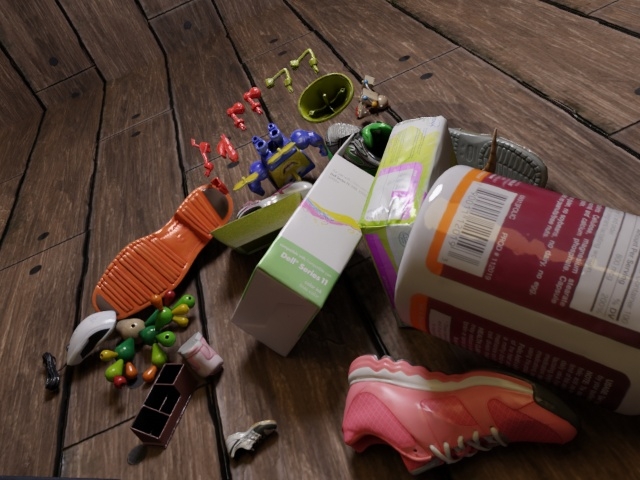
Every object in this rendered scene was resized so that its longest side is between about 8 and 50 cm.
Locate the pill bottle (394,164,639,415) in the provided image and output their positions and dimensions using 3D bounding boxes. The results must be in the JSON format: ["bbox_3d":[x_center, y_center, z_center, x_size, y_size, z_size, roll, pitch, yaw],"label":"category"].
[{"bbox_3d":[0.309,0.067,0.733,0.392,0.224,0.224,21,53,23],"label":"pill bottle"}]

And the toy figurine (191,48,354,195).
[{"bbox_3d":[-0.079,-0.219,1.386,0.362,0.217,0.191,-40,63,-1],"label":"toy figurine"}]

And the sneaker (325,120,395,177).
[{"bbox_3d":[0.118,-0.203,1.318,0.134,0.146,0.343,-36,36,-16],"label":"sneaker"}]

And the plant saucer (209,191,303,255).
[{"bbox_3d":[-0.110,-0.022,1.237,0.188,0.045,0.188,-25,-9,0],"label":"plant saucer"}]

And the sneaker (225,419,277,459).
[{"bbox_3d":[-0.099,0.297,0.910,0.083,0.032,0.037,-28,49,4],"label":"sneaker"}]

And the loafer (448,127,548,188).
[{"bbox_3d":[0.335,-0.165,1.183,0.087,0.095,0.251,-17,38,-38],"label":"loafer"}]

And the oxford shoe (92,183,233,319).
[{"bbox_3d":[-0.332,0.035,1.320,0.363,0.130,0.132,-44,4,-23],"label":"oxford shoe"}]

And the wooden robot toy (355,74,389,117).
[{"bbox_3d":[0.138,-0.358,1.594,0.078,0.076,0.173,15,40,-6],"label":"wooden robot toy"}]

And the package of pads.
[{"bbox_3d":[0.163,-0.041,1.012,0.101,0.229,0.297,-4,40,25],"label":"package of pads"}]

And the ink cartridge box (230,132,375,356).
[{"bbox_3d":[0.000,0.000,1.061,0.119,0.207,0.354,32,53,1],"label":"ink cartridge box"}]

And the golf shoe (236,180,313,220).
[{"bbox_3d":[-0.094,-0.068,1.326,0.186,0.068,0.086,-24,20,11],"label":"golf shoe"}]

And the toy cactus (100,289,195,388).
[{"bbox_3d":[-0.339,0.174,1.155,0.180,0.112,0.219,2,51,46],"label":"toy cactus"}]

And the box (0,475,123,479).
[{"bbox_3d":[-0.365,0.457,0.722,0.296,0.183,0.294,-8,37,24],"label":"box"}]

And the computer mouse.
[{"bbox_3d":[-0.473,0.200,1.188,0.193,0.042,0.106,-44,35,6],"label":"computer mouse"}]

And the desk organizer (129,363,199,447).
[{"bbox_3d":[-0.256,0.269,1.013,0.047,0.050,0.130,-5,40,25],"label":"desk organizer"}]

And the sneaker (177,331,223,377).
[{"bbox_3d":[-0.209,0.205,1.079,0.051,0.070,0.134,-43,9,-11],"label":"sneaker"}]

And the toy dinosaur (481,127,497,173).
[{"bbox_3d":[0.286,-0.104,1.108,0.064,0.112,0.211,-51,5,-22],"label":"toy dinosaur"}]

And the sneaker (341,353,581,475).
[{"bbox_3d":[0.165,0.240,0.784,0.313,0.116,0.136,-1,55,35],"label":"sneaker"}]
